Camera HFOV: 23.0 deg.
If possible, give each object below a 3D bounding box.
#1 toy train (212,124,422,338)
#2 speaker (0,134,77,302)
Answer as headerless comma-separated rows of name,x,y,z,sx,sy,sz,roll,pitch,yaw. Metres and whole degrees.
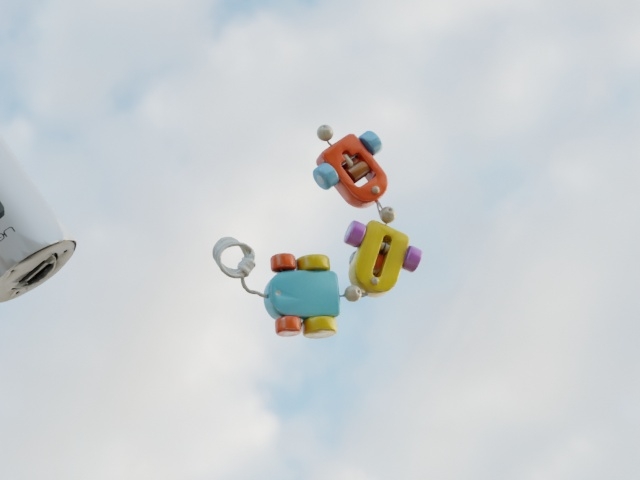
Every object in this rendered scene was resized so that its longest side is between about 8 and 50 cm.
toy train,0.000,0.000,1.138,0.125,0.166,0.046,48,-27,2
speaker,-0.184,-0.035,0.814,0.055,0.055,0.136,-43,-103,30
